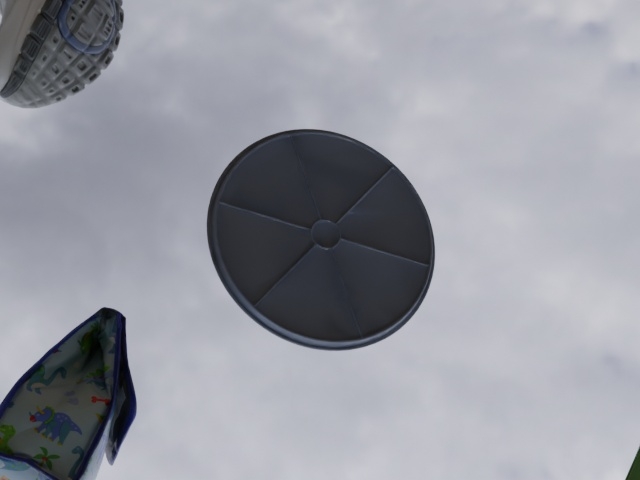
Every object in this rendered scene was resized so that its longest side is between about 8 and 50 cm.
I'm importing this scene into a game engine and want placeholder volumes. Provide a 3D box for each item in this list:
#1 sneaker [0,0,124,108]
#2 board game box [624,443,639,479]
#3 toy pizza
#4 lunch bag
[{"bbox_3d":[-0.244,-0.247,1.340,0.129,0.111,0.297,4,-119,22],"label":"sneaker"},{"bbox_3d":[0.269,0.266,0.956,0.213,0.046,0.317,22,-146,16],"label":"board game box"},{"bbox_3d":[0.000,0.000,1.234,0.201,0.032,0.201,7,-114,-16],"label":"toy pizza"},{"bbox_3d":[-0.197,0.139,1.122,0.096,0.129,0.151,25,-126,-3],"label":"lunch bag"}]
